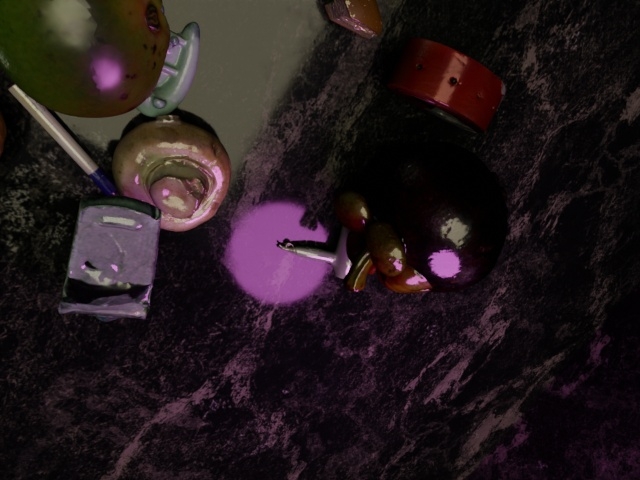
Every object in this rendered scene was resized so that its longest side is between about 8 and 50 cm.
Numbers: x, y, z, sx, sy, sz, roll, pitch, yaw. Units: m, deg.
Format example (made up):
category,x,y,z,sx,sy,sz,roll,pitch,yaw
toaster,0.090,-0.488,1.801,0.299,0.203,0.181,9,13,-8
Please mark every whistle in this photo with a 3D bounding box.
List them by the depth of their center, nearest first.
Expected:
category,x,y,z,sx,sy,sz,roll,pitch,yaw
whistle,-0.432,0.058,0.865,0.168,0.405,0.188,10,70,-24

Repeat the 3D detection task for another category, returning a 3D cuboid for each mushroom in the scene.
category,x,y,z,sx,sy,sz,roll,pitch,yaw
mushroom,-0.312,-0.140,0.885,0.255,0.184,0.254,-5,126,-6

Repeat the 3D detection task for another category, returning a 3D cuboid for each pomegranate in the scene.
category,x,y,z,sx,sy,sz,roll,pitch,yaw
pomegranate,-0.437,-0.349,0.658,0.359,0.216,0.309,2,116,2

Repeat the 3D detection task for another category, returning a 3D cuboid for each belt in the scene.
category,x,y,z,sx,sy,sz,roll,pitch,yaw
belt,0.301,-0.356,0.984,0.324,0.227,0.115,9,113,-45

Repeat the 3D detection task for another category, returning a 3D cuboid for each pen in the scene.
category,x,y,z,sx,sy,sz,roll,pitch,yaw
pen,-0.521,-0.201,0.857,0.033,0.033,0.269,-34,122,-2

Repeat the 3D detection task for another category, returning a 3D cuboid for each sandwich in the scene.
category,x,y,z,sx,sy,sz,roll,pitch,yaw
sandwich,0.053,-0.533,0.877,0.088,0.090,0.244,-30,122,-8

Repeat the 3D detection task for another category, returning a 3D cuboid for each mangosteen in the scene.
category,x,y,z,sx,sy,sz,roll,pitch,yaw
mangosteen,0.237,-0.040,1.046,0.436,0.382,0.381,-20,122,7

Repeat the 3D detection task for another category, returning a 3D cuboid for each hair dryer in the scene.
category,x,y,z,sx,sy,sz,roll,pitch,yaw
hair dryer,0.000,0.000,1.152,0.238,0.075,0.206,2,108,-13

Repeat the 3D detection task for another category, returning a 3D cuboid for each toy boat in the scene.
category,x,y,z,sx,sy,sz,roll,pitch,yaw
toy boat,-0.309,-0.343,0.821,0.134,0.079,0.207,10,111,-51

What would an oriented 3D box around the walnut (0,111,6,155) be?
category,x,y,z,sx,sy,sz,roll,pitch,yaw
walnut,-0.665,-0.192,0.720,0.196,0.195,0.221,12,112,-26
